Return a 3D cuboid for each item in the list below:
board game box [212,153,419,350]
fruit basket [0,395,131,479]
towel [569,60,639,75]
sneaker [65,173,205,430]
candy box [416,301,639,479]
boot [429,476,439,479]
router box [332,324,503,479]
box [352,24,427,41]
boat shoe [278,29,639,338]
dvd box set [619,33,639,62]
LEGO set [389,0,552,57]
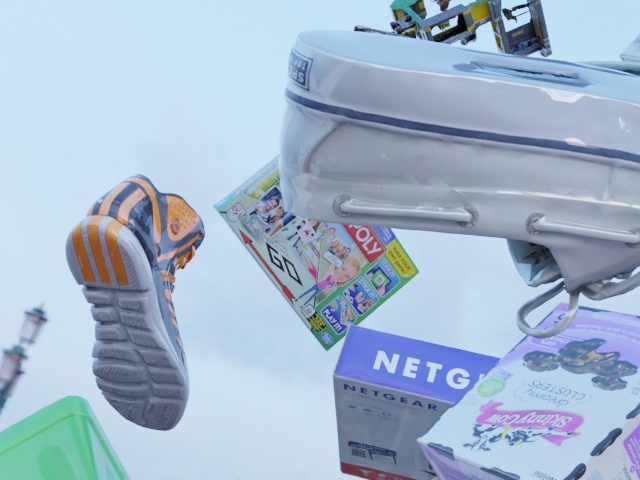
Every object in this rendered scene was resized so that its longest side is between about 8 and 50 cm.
[{"bbox_3d":[0.000,0.000,1.601,0.317,0.213,0.046,54,-8,-25],"label":"board game box"},{"bbox_3d":[-0.411,0.403,1.415,0.392,0.283,0.392,53,-18,26],"label":"fruit basket"},{"bbox_3d":[0.379,-0.196,1.485,0.374,0.090,0.320,10,-1,32],"label":"towel"},{"bbox_3d":[-0.192,0.067,1.162,0.125,0.180,0.321,8,-54,14],"label":"sneaker"},{"bbox_3d":[0.204,0.143,0.785,0.165,0.196,0.070,8,-48,58],"label":"candy box"},{"bbox_3d":[0.108,0.427,1.157,0.090,0.248,0.207,20,-51,-16],"label":"boot"},{"bbox_3d":[0.190,0.259,1.321,0.335,0.082,0.301,11,-35,13],"label":"router box"},{"bbox_3d":[0.134,-0.265,1.663,0.168,0.167,0.203,17,13,10],"label":"box"},{"bbox_3d":[0.151,-0.020,0.591,0.367,0.156,0.136,7,23,-11],"label":"boat shoe"},{"bbox_3d":[0.613,-0.376,1.302,0.062,0.420,0.307,41,9,-11],"label":"dvd box set"},{"bbox_3d":[0.316,-0.426,2.004,0.255,0.331,0.192,50,-14,55],"label":"LEGO set"}]
